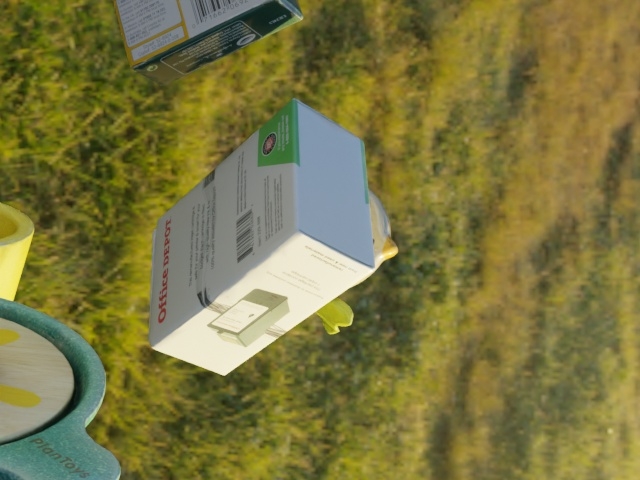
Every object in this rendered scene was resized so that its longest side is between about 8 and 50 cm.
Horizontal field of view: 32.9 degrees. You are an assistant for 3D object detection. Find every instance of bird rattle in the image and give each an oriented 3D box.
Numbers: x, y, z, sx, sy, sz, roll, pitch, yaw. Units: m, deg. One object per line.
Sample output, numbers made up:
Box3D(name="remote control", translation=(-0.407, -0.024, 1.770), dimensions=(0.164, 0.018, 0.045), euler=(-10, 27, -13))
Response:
Box3D(name="bird rattle", translation=(0.000, 0.000, 1.547), dimensions=(0.143, 0.207, 0.253), euler=(49, 13, -53))

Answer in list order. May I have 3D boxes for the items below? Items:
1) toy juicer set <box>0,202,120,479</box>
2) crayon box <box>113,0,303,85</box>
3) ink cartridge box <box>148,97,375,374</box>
Box3D(name="toy juicer set", translation=(-0.176, 0.050, 0.359), dimensions=(0.209, 0.329, 0.089), euler=(2, 111, -28))
Box3D(name="crayon box", translation=(-0.165, -0.379, 1.327), dimensions=(0.083, 0.203, 0.323), euler=(22, 49, -66))
Box3D(name="ink cartridge box", translation=(-0.078, 0.002, 1.322), dimensions=(0.121, 0.289, 0.211), euler=(27, 43, -32))
